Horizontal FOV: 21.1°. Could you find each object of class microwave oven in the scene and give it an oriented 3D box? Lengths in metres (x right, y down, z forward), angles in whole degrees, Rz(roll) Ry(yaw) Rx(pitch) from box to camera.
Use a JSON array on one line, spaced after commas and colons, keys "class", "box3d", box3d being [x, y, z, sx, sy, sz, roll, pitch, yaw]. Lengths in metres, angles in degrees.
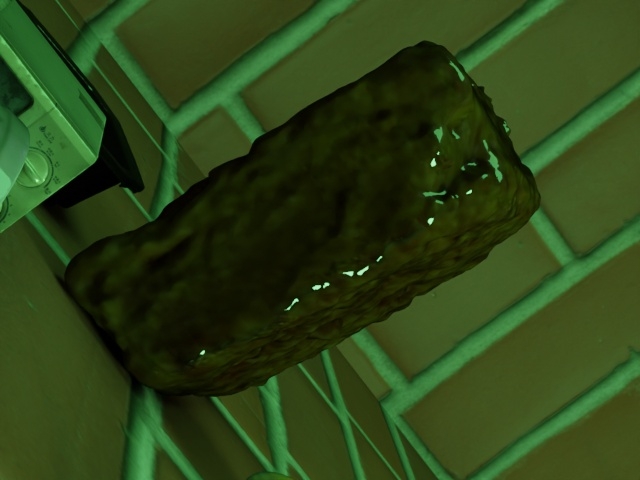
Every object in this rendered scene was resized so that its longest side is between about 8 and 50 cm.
[{"class": "microwave oven", "box3d": [-0.272, -0.123, 1.149, 0.240, 0.145, 0.194, 53, 1, -14]}]

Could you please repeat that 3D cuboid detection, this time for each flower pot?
[{"class": "flower pot", "box3d": [-0.266, -0.122, 1.660, 0.179, 0.084, 0.251, 51, 4, -28]}]

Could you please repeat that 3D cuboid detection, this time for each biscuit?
[{"class": "biscuit", "box3d": [0.000, 0.000, 1.556, 0.166, 0.395, 0.342, 60, 8, 13]}]

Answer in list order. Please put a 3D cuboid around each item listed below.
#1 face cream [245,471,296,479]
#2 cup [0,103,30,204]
[{"class": "face cream", "box3d": [0.026, 0.318, 1.372, 0.285, 0.067, 0.139, 56, 2, 39]}, {"class": "cup", "box3d": [-0.245, -0.051, 0.704, 0.202, 0.167, 0.221, 49, 4, -24]}]
